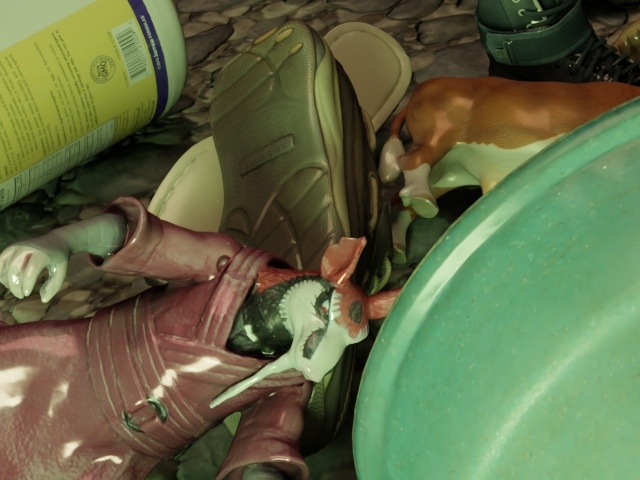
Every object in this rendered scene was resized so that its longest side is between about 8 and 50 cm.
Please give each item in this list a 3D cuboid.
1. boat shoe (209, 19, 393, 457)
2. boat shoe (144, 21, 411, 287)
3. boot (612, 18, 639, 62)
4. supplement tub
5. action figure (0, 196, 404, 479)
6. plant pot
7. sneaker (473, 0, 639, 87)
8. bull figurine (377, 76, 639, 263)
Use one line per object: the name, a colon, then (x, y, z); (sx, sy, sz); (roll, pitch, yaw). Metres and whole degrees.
boat shoe: (0.000, 0.000, 1.096); (0.132, 0.130, 0.355); (-23, 51, 33)
boat shoe: (-0.042, -0.056, 1.257); (0.116, 0.097, 0.324); (39, 57, 1)
boot: (0.379, -0.202, 1.328); (0.248, 0.090, 0.207); (-13, 18, 13)
supplement tub: (-0.318, -0.154, 1.400); (0.331, 0.241, 0.241); (-33, 35, -25)
action figure: (-0.106, 0.099, 0.963); (0.370, 0.248, 0.276); (-23, 4, 13)
plant pot: (0.224, 0.159, 0.615); (0.341, 0.341, 0.334); (-20, 41, -5)
sneaker: (0.224, -0.152, 1.221); (0.226, 0.163, 0.086); (13, 41, 37)
bull figurine: (0.181, -0.063, 1.145); (0.310, 0.101, 0.188); (4, 47, 37)
